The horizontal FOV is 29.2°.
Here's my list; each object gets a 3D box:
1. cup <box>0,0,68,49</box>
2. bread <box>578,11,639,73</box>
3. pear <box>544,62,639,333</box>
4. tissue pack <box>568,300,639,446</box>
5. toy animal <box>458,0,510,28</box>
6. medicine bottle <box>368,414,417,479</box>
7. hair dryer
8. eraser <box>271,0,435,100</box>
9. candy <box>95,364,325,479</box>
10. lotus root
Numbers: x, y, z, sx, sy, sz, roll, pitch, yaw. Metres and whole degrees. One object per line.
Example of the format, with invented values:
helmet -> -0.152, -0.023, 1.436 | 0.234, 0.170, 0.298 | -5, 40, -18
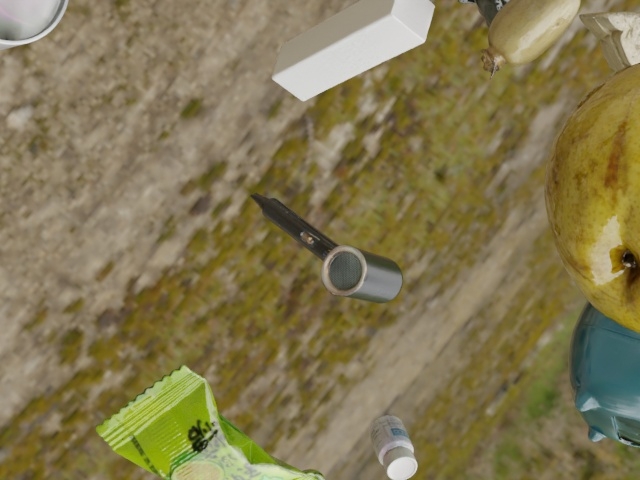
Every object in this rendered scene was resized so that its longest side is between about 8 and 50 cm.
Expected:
cup -> -0.359, -0.285, 1.295 | 0.134, 0.173, 0.142 | -22, -167, -32
bread -> 0.440, -0.296, 1.643 | 0.152, 0.105, 0.077 | -34, -164, -5
pear -> 0.390, -0.050, 1.343 | 0.314, 0.314, 0.314 | -48, 163, -20
tissue pack -> 0.448, 0.179, 1.701 | 0.206, 0.198, 0.287 | -67, 158, -13
toy animal -> 0.279, -0.364, 1.840 | 0.114, 0.146, 0.245 | -37, -165, 3
medicine bottle -> 0.102, 0.290, 1.723 | 0.052, 0.089, 0.052 | -7, 124, -11
hair dryer -> 0.000, 0.000, 1.740 | 0.070, 0.255, 0.128 | -57, 148, 10
eraser -> 0.047, -0.316, 1.969 | 0.298, 0.078, 0.076 | -19, -134, 48
candy -> -0.120, 0.244, 1.336 | 0.149, 0.246, 0.069 | -37, -154, 14
lotus root -> 0.228, -0.237, 1.343 | 0.150, 0.073, 0.062 | -43, 139, -1
